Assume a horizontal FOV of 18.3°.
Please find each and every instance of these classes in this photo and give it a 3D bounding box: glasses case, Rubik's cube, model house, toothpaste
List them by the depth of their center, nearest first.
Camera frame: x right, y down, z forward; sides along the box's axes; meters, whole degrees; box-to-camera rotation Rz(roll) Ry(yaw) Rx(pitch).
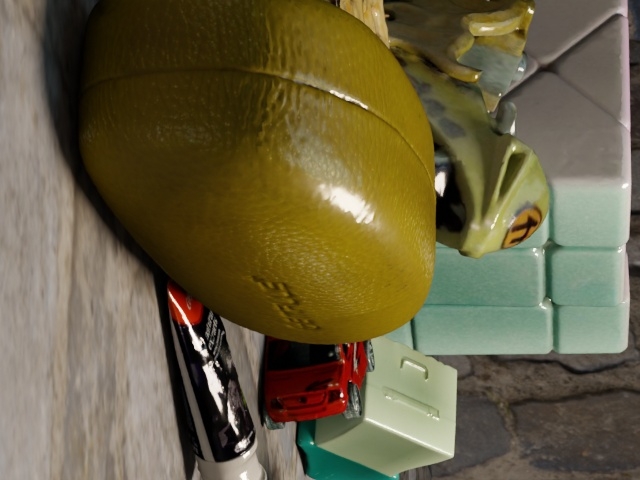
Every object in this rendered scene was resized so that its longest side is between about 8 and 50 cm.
[{"bbox_3d":[-0.021,-0.027,1.189,0.371,0.173,0.141,56,33,-70],"label":"glasses case"},{"bbox_3d":[-0.077,0.090,1.340,0.071,0.045,0.193,-82,162,-60],"label":"toothpaste"},{"bbox_3d":[0.042,0.169,1.929,0.127,0.149,0.100,27,51,-32],"label":"model house"},{"bbox_3d":[0.169,-0.086,2.119,0.316,0.322,0.318,78,14,-54],"label":"Rubik's cube"}]

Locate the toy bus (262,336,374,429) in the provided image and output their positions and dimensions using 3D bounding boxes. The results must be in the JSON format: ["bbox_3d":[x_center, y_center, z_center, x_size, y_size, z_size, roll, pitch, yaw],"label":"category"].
[{"bbox_3d":[-0.004,0.097,1.745,0.195,0.081,0.089,-64,144,-73],"label":"toy bus"}]

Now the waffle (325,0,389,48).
[{"bbox_3d":[-0.018,-0.220,1.479,0.376,0.114,0.261,-56,146,-76],"label":"waffle"}]

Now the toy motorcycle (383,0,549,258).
[{"bbox_3d":[0.087,-0.120,1.786,0.410,0.237,0.168,-86,-164,-50],"label":"toy motorcycle"}]
